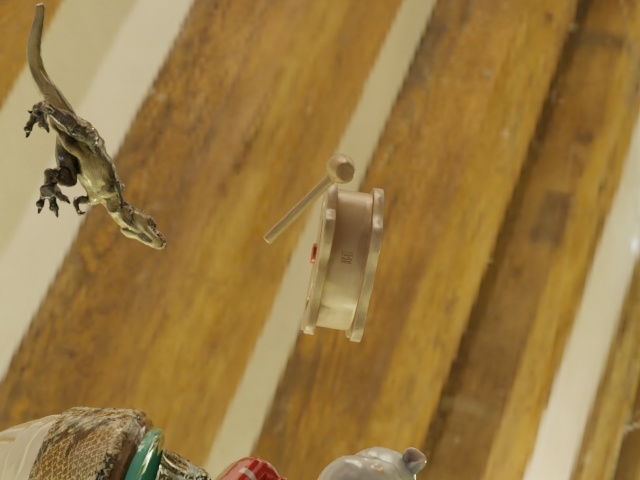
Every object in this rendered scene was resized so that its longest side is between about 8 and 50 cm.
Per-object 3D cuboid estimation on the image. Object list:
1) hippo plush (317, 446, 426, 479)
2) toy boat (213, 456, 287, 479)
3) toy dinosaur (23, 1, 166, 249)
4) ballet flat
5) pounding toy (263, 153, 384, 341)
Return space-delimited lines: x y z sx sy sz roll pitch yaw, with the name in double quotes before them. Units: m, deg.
"hippo plush" 0.103 0.402 1.825 0.294 0.234 0.236 13 -104 -59
"toy boat" -0.061 0.347 1.582 0.151 0.151 0.231 70 -158 -9
"toy dinosaur" -0.241 -0.093 1.283 0.268 0.064 0.118 65 -159 -11
"ballet flat" -0.210 0.237 1.223 0.483 0.182 0.164 74 -145 -73
"pounding toy" 0.000 0.000 1.775 0.154 0.155 0.269 -91 11 -70
